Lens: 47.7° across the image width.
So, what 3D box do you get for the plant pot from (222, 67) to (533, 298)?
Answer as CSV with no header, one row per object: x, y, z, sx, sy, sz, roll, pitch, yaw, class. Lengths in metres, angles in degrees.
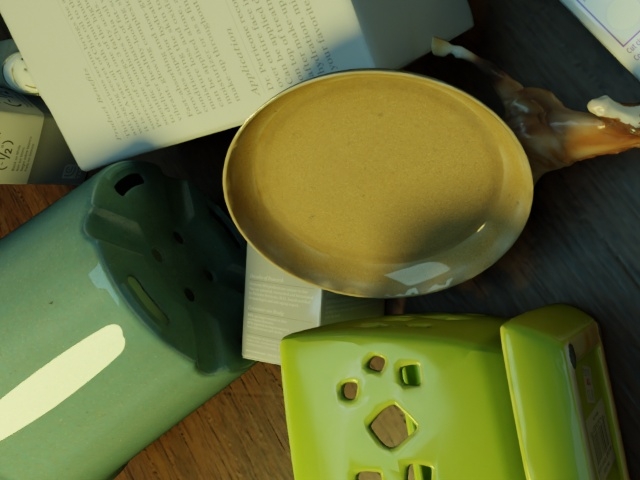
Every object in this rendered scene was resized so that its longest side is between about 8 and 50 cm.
0.043,-0.040,0.568,0.236,0.236,0.032,-30,36,32,plant pot

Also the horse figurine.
0.135,-0.066,0.608,0.263,0.175,0.066,120,163,-58,horse figurine

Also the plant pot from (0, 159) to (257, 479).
-0.258,0.103,0.802,0.334,0.341,0.341,-34,71,23,plant pot

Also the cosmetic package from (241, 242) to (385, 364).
0.000,0.000,0.721,0.107,0.127,0.237,2,90,35,cosmetic package

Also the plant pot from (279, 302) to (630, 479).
0.123,0.163,0.581,0.207,0.228,0.227,-13,83,28,plant pot

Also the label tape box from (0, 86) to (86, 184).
-0.509,-0.176,0.945,0.249,0.348,0.115,35,110,30,label tape box

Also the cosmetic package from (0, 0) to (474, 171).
-0.111,-0.227,0.690,0.454,0.161,0.230,-5,114,44,cosmetic package

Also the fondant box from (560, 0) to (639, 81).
0.267,-0.264,0.522,0.238,0.096,0.330,-45,74,27,fondant box

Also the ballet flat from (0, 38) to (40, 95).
-0.335,-0.213,0.923,0.213,0.068,0.072,5,118,-6,ballet flat

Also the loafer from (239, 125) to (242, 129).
-0.059,-0.071,0.806,0.050,0.056,0.147,-52,45,48,loafer
